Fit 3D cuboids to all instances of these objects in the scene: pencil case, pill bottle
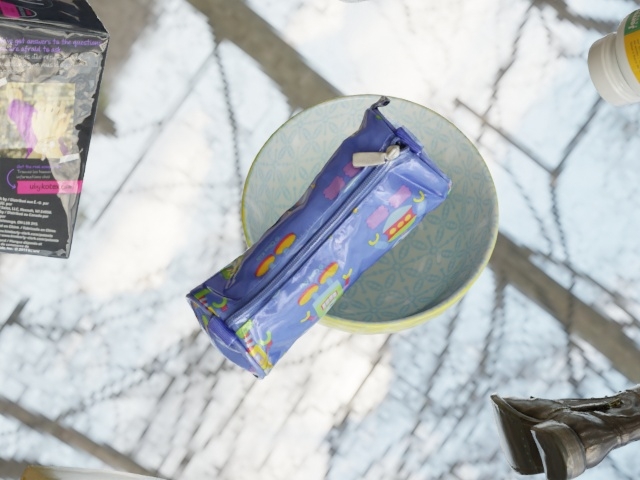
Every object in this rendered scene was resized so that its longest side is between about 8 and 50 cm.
[{"bbox_3d":[0.000,0.000,1.738,0.306,0.119,0.133,-46,167,-4],"label":"pencil case"},{"bbox_3d":[0.417,-0.226,1.980,0.208,0.117,0.118,-20,-143,46],"label":"pill bottle"}]

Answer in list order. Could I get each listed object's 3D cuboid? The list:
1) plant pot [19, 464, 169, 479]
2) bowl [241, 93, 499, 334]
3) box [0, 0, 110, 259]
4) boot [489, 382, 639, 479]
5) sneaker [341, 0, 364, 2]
[{"bbox_3d":[-0.203,0.312,1.588,0.212,0.187,0.212,-68,-162,-7],"label":"plant pot"},{"bbox_3d":[0.052,-0.009,1.979,0.289,0.289,0.156,-61,172,-22],"label":"bowl"},{"bbox_3d":[-0.341,-0.135,1.926,0.165,0.143,0.270,-129,-131,-62],"label":"box"},{"bbox_3d":[0.341,0.208,2.036,0.229,0.091,0.263,-19,-167,-16],"label":"boot"},{"bbox_3d":[0.076,-0.416,2.257,0.268,0.153,0.101,-32,-120,34],"label":"sneaker"}]
